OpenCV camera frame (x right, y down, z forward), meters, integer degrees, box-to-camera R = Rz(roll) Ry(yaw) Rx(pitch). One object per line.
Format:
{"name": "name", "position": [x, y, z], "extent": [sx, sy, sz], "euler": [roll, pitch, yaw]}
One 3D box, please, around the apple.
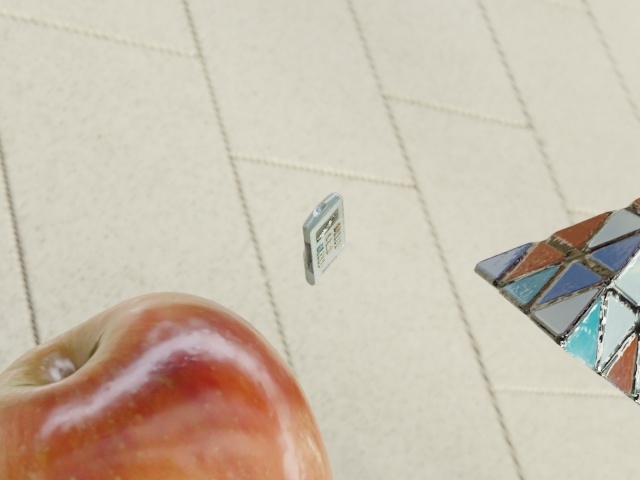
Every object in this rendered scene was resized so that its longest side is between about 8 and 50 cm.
{"name": "apple", "position": [-0.111, 0.171, 0.885], "extent": [0.241, 0.242, 0.242], "euler": [61, 37, -14]}

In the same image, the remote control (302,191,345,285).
{"name": "remote control", "position": [0.000, 0.000, 1.604], "extent": [0.029, 0.166, 0.065], "euler": [36, 72, 17]}

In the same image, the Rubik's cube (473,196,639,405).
{"name": "Rubik's cube", "position": [0.318, 0.011, 1.495], "extent": [0.284, 0.234, 0.250], "euler": [34, 5, -43]}
